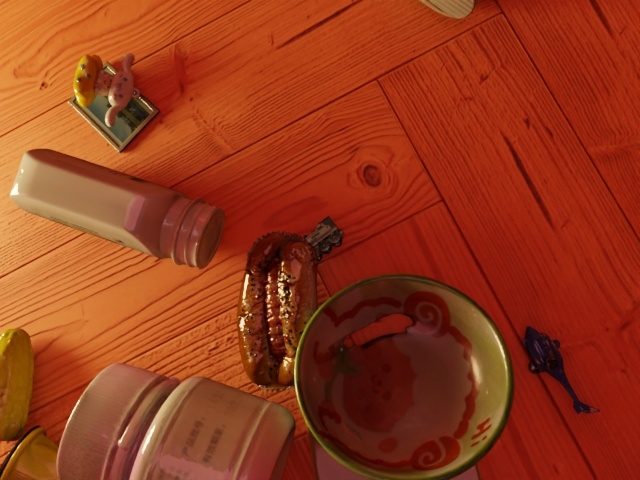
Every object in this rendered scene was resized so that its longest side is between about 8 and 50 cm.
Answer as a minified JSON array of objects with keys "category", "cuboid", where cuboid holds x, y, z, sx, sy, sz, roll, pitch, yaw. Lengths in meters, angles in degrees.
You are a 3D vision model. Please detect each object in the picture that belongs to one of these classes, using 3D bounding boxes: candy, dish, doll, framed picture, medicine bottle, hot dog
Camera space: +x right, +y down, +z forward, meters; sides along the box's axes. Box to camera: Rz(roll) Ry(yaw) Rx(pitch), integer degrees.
[{"category":"candy","cuboid":[-0.559,0.253,1.026,0.106,0.094,0.198,6,79,13]},{"category":"dish","cuboid":[0.125,0.221,0.913,0.325,0.124,0.323,-2,58,3]},{"category":"doll","cuboid":[-0.389,-0.274,1.070,0.113,0.071,0.135,-9,89,-12]},{"category":"framed picture","cuboid":[-0.388,-0.251,1.098,0.149,0.011,0.109,43,90,9]},{"category":"medicine bottle","cuboid":[-0.330,-0.052,0.985,0.325,0.179,0.124,17,86,7]},{"category":"medicine bottle","cuboid":[-0.213,0.329,0.900,0.302,0.241,0.241,17,86,8]},{"category":"hot dog","cuboid":[-0.072,0.117,0.977,0.145,0.075,0.267,1,92,17]}]

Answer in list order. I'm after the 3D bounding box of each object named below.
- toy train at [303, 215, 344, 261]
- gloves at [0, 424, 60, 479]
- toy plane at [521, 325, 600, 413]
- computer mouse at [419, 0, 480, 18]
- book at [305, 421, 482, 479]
[{"category":"toy train","cuboid":[0.000,0.000,1.015,0.083,0.033,0.053,-36,76,2]},{"category":"gloves","cuboid":[-0.380,0.431,0.987,0.295,0.116,0.133,25,95,2]},{"category":"toy plane","cuboid":[0.384,0.209,0.943,0.062,0.054,0.167,-27,80,-23]},{"category":"computer mouse","cuboid":[0.191,-0.489,0.997,0.236,0.082,0.145,45,121,12]},{"category":"book","cuboid":[0.136,0.456,0.929,0.269,0.032,0.388,-13,76,5]}]
